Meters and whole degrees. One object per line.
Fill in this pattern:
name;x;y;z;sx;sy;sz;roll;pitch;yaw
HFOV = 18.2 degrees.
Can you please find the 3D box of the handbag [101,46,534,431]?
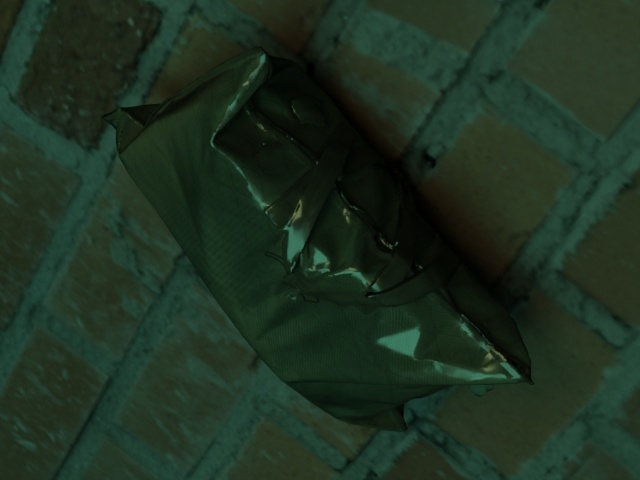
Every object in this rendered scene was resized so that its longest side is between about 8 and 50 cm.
handbag;0.000;0.000;1.155;0.270;0.117;0.182;48;151;-8
